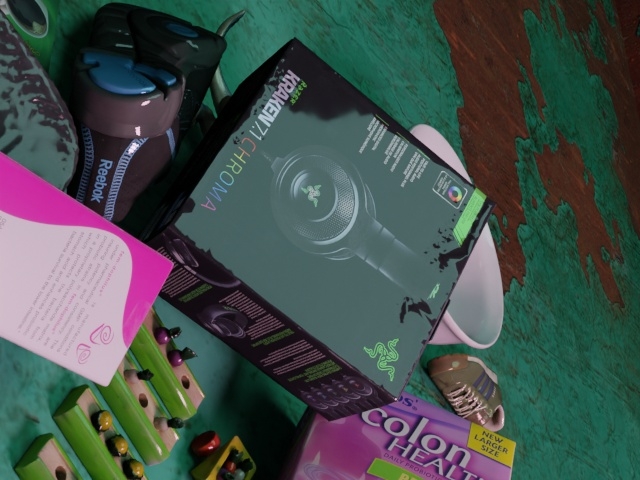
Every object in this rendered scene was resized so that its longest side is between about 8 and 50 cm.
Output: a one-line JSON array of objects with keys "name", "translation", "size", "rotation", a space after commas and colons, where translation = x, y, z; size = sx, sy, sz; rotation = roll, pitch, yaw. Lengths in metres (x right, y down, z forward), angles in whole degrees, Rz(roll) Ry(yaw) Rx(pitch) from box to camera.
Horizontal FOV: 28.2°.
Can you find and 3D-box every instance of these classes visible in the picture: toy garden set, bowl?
[{"name": "toy garden set", "translation": [-0.138, 0.195, 1.105], "size": [0.204, 0.049, 0.244], "rotation": [62, 27, -20]}, {"name": "bowl", "translation": [0.115, 0.010, 1.627], "size": [0.298, 0.134, 0.298], "rotation": [46, 35, -46]}]

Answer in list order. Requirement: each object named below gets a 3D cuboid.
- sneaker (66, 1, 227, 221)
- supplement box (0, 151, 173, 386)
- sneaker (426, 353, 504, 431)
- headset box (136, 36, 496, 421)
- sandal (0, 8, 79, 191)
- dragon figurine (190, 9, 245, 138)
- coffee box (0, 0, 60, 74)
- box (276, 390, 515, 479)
[{"name": "sneaker", "translation": [-0.176, -0.132, 1.199], "size": [0.341, 0.125, 0.140], "rotation": [-72, 179, -68]}, {"name": "supplement box", "translation": [-0.229, 0.008, 0.931], "size": [0.220, 0.114, 0.111], "rotation": [38, 77, -49]}, {"name": "sneaker", "translation": [0.210, 0.216, 1.764], "size": [0.192, 0.064, 0.086], "rotation": [32, 42, -58]}, {"name": "headset box", "translation": [0.000, 0.000, 1.216], "size": [0.283, 0.131, 0.246], "rotation": [39, 60, -14]}, {"name": "sandal", "translation": [-0.304, -0.199, 0.913], "size": [0.446, 0.107, 0.167], "rotation": [55, 53, -32]}, {"name": "dragon figurine", "translation": [-0.081, -0.089, 1.362], "size": [0.144, 0.085, 0.289], "rotation": [31, 48, -54]}, {"name": "coffee box", "translation": [-0.279, -0.207, 1.098], "size": [0.113, 0.040, 0.184], "rotation": [40, 40, -45]}, {"name": "box", "translation": [0.062, 0.270, 1.256], "size": [0.213, 0.117, 0.243], "rotation": [25, 35, -2]}]
